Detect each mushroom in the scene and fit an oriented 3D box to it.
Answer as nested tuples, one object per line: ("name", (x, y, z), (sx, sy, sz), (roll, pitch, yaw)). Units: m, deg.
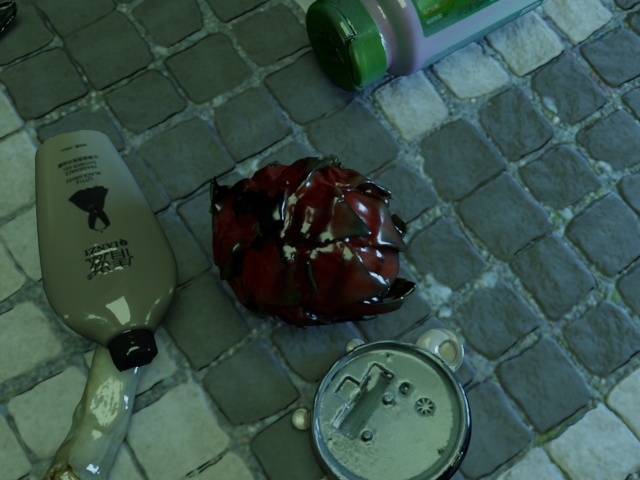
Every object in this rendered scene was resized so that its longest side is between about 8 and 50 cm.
("mushroom", (-0.207, 0.161, 0.837), (0.059, 0.054, 0.202), (18, 62, -3))

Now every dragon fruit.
("dragon fruit", (-0.009, 0.001, 0.852), (0.189, 0.182, 0.182), (-18, 70, -9))

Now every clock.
("clock", (0.064, 0.172, 0.844), (0.156, 0.063, 0.229), (37, 69, 10))

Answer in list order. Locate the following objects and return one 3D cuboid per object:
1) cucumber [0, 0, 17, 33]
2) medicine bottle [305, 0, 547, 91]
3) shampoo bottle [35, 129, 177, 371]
("cucumber", (-0.413, -0.209, 0.981), (0.184, 0.033, 0.036), (-38, 100, -17))
("medicine bottle", (0.123, -0.270, 0.988), (0.274, 0.133, 0.133), (-31, 73, -15))
("shampoo bottle", (-0.214, 0.009, 0.870), (0.127, 0.078, 0.256), (-15, 64, -18))
